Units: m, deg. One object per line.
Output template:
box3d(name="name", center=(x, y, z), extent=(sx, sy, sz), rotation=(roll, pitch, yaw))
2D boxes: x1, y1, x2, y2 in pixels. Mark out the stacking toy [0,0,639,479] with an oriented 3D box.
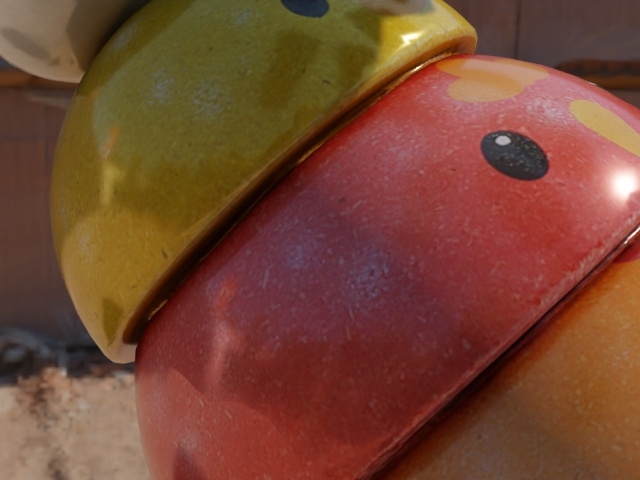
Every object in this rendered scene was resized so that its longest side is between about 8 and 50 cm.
box3d(name="stacking toy", center=(0.000, 0.000, 0.499), extent=(0.480, 0.350, 0.350), rotation=(46, 19, 5))
